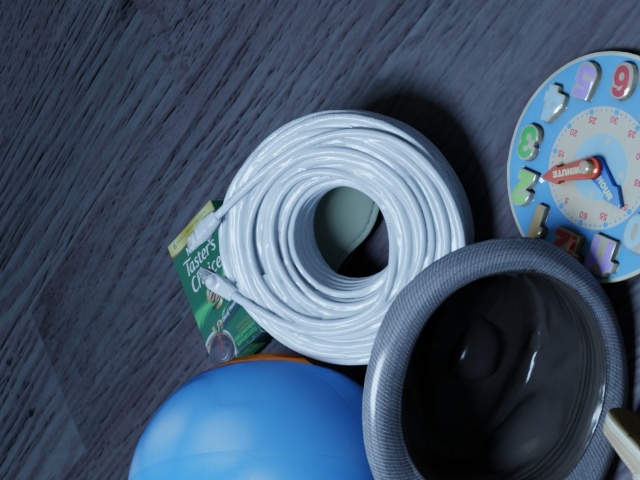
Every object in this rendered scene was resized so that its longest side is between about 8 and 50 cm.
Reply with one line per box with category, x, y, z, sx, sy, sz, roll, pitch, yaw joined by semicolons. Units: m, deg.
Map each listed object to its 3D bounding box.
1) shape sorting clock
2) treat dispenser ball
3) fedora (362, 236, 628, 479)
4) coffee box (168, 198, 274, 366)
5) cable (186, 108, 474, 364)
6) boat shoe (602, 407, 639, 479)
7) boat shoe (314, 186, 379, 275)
shape sorting clock;0.246;-0.064;1.137;0.206;0.040;0.206;3;94;49
treat dispenser ball;-0.050;0.257;1.298;0.288;0.288;0.288;2;93;49
fedora;0.146;0.126;1.158;0.124;0.244;0.275;-140;51;-75
coffee box;-0.117;0.055;1.555;0.113;0.040;0.184;-43;60;41
cable;0.026;-0.002;1.285;0.257;0.089;0.257;41;109;10
boat shoe;0.291;0.214;1.077;0.170;0.063;0.059;50;123;33
boat shoe;0.000;0.000;1.392;0.068;0.081;0.227;-103;36;-73
